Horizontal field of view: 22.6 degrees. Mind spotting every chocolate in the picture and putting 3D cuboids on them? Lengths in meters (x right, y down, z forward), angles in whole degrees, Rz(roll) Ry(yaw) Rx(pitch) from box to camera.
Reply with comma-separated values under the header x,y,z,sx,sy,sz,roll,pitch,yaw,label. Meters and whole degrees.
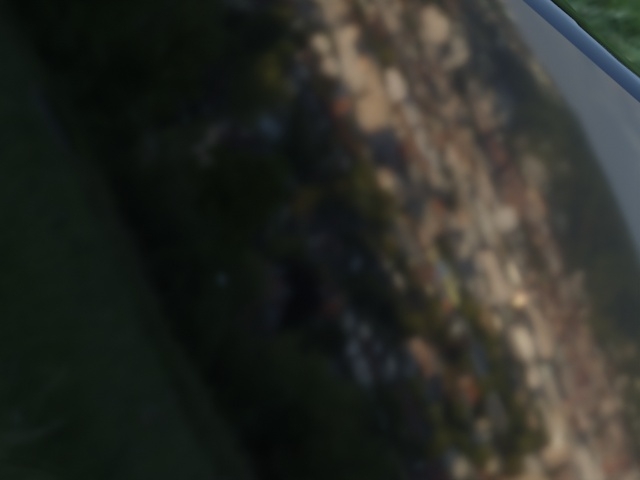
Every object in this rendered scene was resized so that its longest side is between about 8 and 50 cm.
x,y,z,sx,sy,sz,roll,pitch,yaw,label
0.000,0.000,0.425,0.206,0.224,0.177,40,27,-8,chocolate
